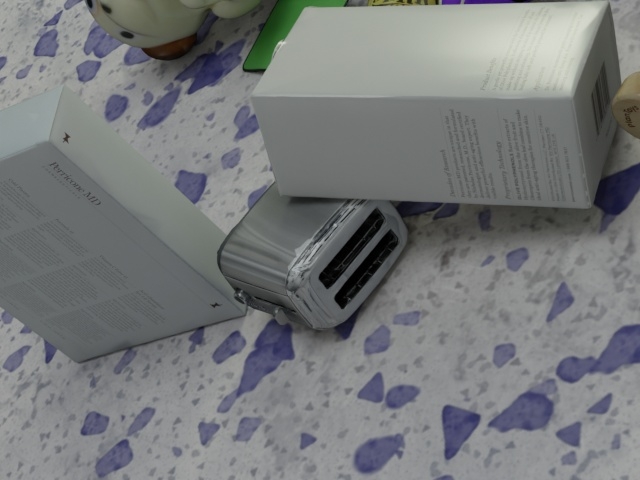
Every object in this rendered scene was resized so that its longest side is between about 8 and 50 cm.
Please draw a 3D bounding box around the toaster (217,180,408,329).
[{"bbox_3d":[0.000,0.000,1.635,0.146,0.129,0.227,24,67,44],"label":"toaster"}]

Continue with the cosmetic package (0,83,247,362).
[{"bbox_3d":[-0.305,-0.005,1.697,0.284,0.377,0.097,-15,49,30],"label":"cosmetic package"}]

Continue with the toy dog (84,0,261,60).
[{"bbox_3d":[-0.184,-0.460,2.066,0.408,0.284,0.395,-38,18,11],"label":"toy dog"}]

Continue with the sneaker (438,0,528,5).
[{"bbox_3d":[0.274,-0.361,1.714,0.293,0.102,0.146,-45,30,0],"label":"sneaker"}]

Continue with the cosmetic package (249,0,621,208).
[{"bbox_3d":[0.131,-0.156,1.540,0.365,0.155,0.197,3,42,25],"label":"cosmetic package"}]

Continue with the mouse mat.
[{"bbox_3d":[-0.032,-0.305,1.982,0.190,0.007,0.152,11,71,54],"label":"mouse mat"}]

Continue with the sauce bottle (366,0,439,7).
[{"bbox_3d":[0.112,-0.302,1.810,0.111,0.111,0.344,-14,49,31],"label":"sauce bottle"}]

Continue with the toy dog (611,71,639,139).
[{"bbox_3d":[0.452,-0.130,1.384,0.220,0.161,0.334,-45,55,-5],"label":"toy dog"}]
